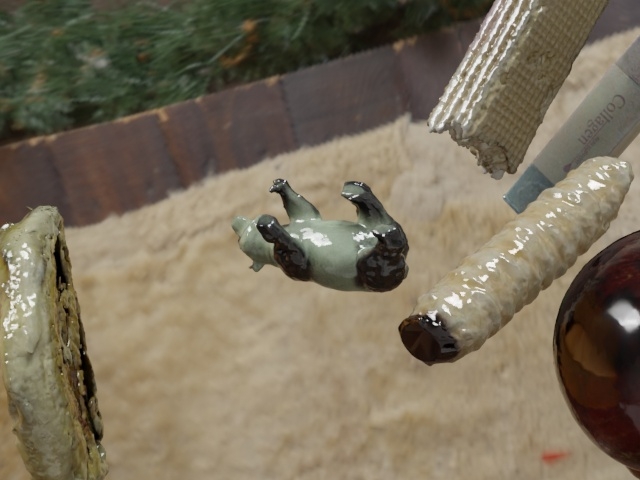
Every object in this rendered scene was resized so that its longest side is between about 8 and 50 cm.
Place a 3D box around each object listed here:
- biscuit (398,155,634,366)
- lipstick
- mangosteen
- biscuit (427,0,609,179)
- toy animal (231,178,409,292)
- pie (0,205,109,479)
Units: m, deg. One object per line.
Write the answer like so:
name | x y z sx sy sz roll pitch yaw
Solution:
biscuit | 0.142 0.014 1.078 0.219 0.061 0.055 -39 94 -31
lipstick | 0.328 -0.140 1.729 0.066 0.068 0.317 47 125 15
mangosteen | 0.172 0.062 0.746 0.140 0.140 0.140 1 102 5
biscuit | 0.202 -0.182 1.511 0.062 0.108 0.239 30 91 43
toy animal | 0.000 0.000 1.757 0.225 0.094 0.121 4 135 18
pie | -0.280 0.117 1.604 0.077 0.339 0.339 -9 101 -6
